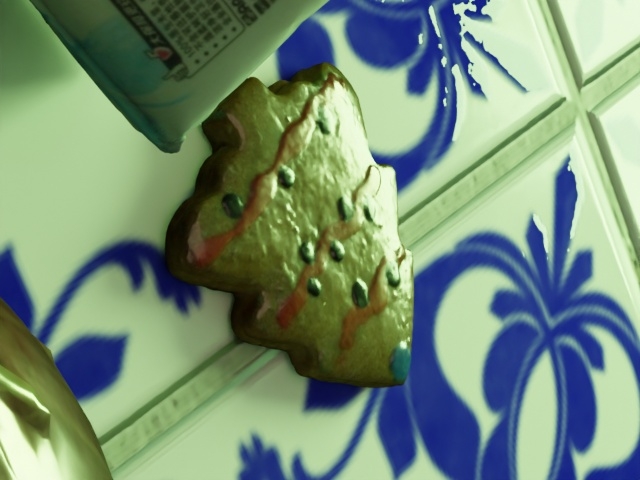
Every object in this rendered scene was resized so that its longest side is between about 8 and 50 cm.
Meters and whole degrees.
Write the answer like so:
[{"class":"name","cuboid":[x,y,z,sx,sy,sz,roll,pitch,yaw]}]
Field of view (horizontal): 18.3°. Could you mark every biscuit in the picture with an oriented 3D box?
[{"class":"biscuit","cuboid":[0.000,0.000,0.708,0.130,0.019,0.119,58,47,-24]}]

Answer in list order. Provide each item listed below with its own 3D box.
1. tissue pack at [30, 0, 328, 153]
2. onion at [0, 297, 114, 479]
[{"class":"tissue pack","cuboid":[-0.077,-0.172,0.586,0.159,0.145,0.229,-44,120,-5]},{"class":"onion","cuboid":[-0.172,0.087,0.294,0.353,0.353,0.354,10,76,-46]}]
